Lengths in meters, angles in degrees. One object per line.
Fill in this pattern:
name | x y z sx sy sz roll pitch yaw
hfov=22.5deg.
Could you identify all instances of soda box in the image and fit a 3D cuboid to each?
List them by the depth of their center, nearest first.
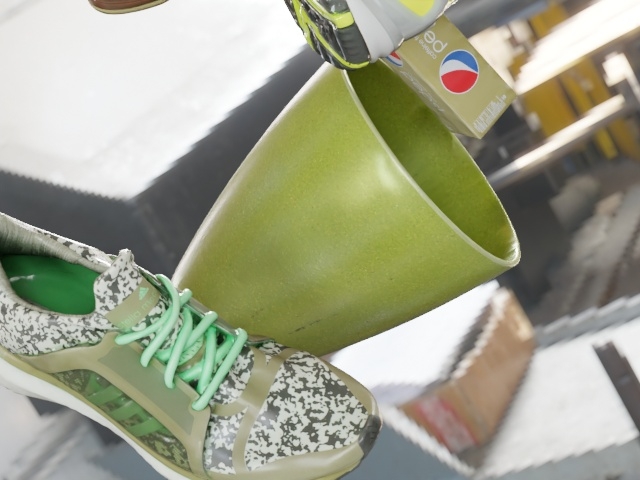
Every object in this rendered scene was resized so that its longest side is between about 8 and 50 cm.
soda box | 0.097 -0.176 1.490 0.058 0.181 0.061 -49 24 -8

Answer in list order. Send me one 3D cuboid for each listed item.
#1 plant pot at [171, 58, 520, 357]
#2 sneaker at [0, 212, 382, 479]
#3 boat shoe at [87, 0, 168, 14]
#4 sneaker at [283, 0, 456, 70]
plant pot | 0.000 0.000 1.612 0.293 0.275 0.275 -38 11 17
sneaker | -0.144 0.090 1.364 0.182 0.410 0.158 88 -155 -59
boat shoe | -0.124 -0.254 1.389 0.178 0.064 0.060 -25 -15 -8
sneaker | -0.006 -0.330 1.251 0.147 0.385 0.145 -26 11 -14
